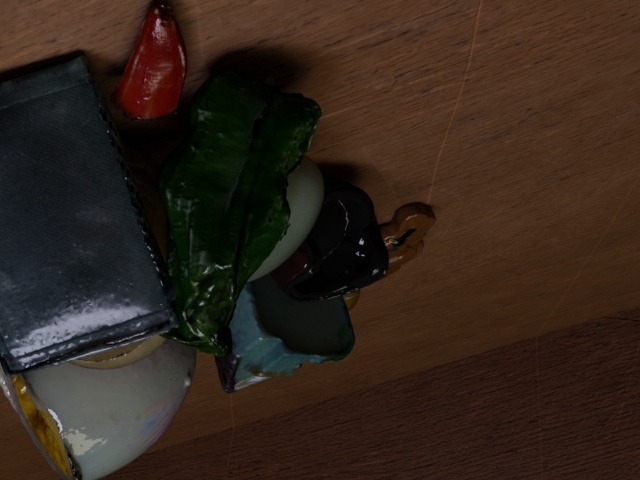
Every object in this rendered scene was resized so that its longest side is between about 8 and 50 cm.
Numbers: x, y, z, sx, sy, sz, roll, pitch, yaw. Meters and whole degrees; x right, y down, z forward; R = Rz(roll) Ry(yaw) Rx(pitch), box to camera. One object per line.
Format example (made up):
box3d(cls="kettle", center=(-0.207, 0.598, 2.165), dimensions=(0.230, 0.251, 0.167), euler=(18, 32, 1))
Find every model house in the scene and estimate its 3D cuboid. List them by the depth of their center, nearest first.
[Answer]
box3d(cls="model house", center=(-0.118, 0.141, 1.684), dimensions=(0.230, 0.281, 0.249), euler=(6, 146, -39))

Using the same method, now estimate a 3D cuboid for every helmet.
box3d(cls="helmet", center=(0.000, 0.000, 1.519), dimensions=(0.189, 0.193, 0.216), euler=(3, 111, -37))

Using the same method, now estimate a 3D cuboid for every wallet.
box3d(cls="wallet", center=(-0.326, -0.025, 1.112), dimensions=(0.237, 0.342, 0.075), euler=(-17, -170, 7))

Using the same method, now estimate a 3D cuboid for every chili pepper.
box3d(cls="chili pepper", center=(-0.191, -0.213, 1.056), dimensions=(0.088, 0.065, 0.169), euler=(-22, 159, -27))
box3d(cls="chili pepper", center=(-0.133, -0.031, 1.182), dimensions=(0.167, 0.385, 0.213), euler=(18, -174, 15))

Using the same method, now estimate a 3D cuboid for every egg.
box3d(cls="egg", center=(-0.110, -0.038, 1.372), dimensions=(0.264, 0.183, 0.183), euler=(-32, 154, 20))
box3d(cls="egg", center=(-0.393, 0.230, 1.698), dimensions=(0.339, 0.354, 0.354), euler=(-30, 168, -28))

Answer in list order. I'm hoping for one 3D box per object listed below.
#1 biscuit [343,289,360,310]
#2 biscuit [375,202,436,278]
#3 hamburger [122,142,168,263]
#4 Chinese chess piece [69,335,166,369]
box3d(cls="biscuit", center=(-0.051, 0.147, 2.078), dimensions=(0.299, 0.045, 0.154), euler=(-2, 157, -28))
box3d(cls="biscuit", center=(0.116, 0.020, 1.856), dimensions=(0.202, 0.047, 0.334), euler=(-10, 159, -10))
box3d(cls="hamburger", center=(-0.295, 0.006, 1.274), dimensions=(0.211, 0.132, 0.309), euler=(4, 113, -34))
box3d(cls="Chinese chess piece", center=(-0.336, 0.075, 1.422), dimensions=(0.249, 0.250, 0.103), euler=(-14, 172, 1))
